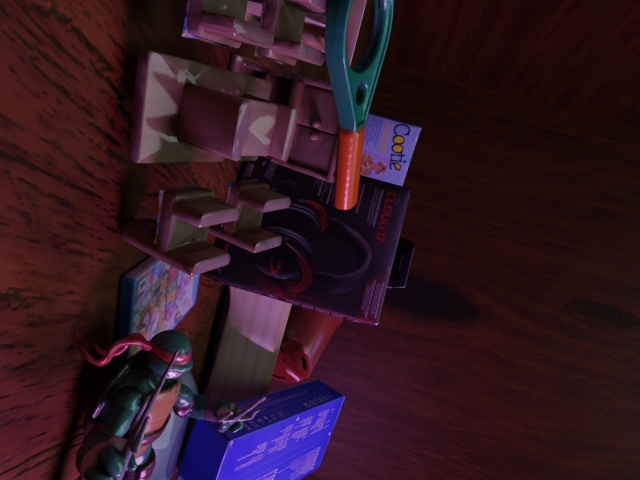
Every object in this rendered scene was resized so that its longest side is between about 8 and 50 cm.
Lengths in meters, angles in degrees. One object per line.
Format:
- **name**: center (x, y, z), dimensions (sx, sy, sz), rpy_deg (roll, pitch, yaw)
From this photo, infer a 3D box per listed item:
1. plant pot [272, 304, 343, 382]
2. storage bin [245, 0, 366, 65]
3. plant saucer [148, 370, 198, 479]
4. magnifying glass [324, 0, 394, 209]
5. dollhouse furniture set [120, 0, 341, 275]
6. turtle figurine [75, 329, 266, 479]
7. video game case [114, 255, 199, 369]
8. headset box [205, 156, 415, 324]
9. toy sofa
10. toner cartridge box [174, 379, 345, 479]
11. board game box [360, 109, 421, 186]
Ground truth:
- **plant pot**: center (-0.071, 0.215, 1.151), dimensions (0.265, 0.272, 0.272), rpy_deg (-60, 167, -50)
- **storage bin**: center (0.005, -0.362, 0.475), dimensions (0.260, 0.123, 0.262), rpy_deg (-68, 173, -75)
- **plant saucer**: center (-0.214, 0.280, 0.610), dimensions (0.195, 0.037, 0.195), rpy_deg (15, 90, -89)
- **magnifying glass**: center (0.031, -0.131, 0.400), dimensions (0.092, 0.026, 0.231), rpy_deg (-45, 146, -43)
- **dollhouse furniture set**: center (-0.083, -0.119, 0.397), dimensions (0.242, 0.161, 0.212), rpy_deg (-21, 129, -60)
- **turtle figurine**: center (-0.147, 0.163, 0.367), dimensions (0.175, 0.118, 0.234), rpy_deg (10, 112, -59)
- **video game case**: center (-0.169, 0.058, 0.463), dimensions (0.166, 0.015, 0.119), rpy_deg (-70, 174, -68)
- **headset box**: center (0.000, 0.000, 0.678), dimensions (0.110, 0.293, 0.218), rpy_deg (96, 11, -79)
- **toy sofa**: center (-0.138, 0.188, 0.849), dimensions (0.150, 0.177, 0.363), rpy_deg (-141, -116, -66)
- **toner cartridge box**: center (-0.090, 0.359, 0.744), dimensions (0.348, 0.075, 0.165), rpy_deg (16, 96, -59)
- **board game box**: center (0.065, -0.225, 0.952), dimensions (0.142, 0.275, 0.144), rpy_deg (-68, 174, -69)
